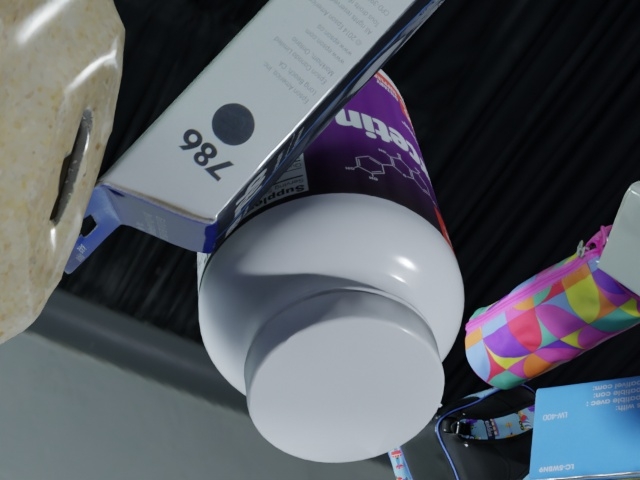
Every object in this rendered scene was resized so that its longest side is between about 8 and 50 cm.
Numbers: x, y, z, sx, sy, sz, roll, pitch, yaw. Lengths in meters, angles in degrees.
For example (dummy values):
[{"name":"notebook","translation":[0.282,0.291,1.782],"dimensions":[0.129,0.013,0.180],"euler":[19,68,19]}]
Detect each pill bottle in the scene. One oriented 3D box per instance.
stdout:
[{"name":"pill bottle","translation":[0.000,0.000,0.832],"dimensions":[0.181,0.181,0.323],"euler":[19,32,-21]}]

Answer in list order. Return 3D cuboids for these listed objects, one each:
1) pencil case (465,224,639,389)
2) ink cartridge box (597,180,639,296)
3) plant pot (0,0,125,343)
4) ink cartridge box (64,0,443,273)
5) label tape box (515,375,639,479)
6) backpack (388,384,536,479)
[{"name":"pencil case","translation":[0.245,0.068,1.166],"dimensions":[0.104,0.236,0.104],"euler":[19,51,-25]},{"name":"ink cartridge box","translation":[0.384,0.029,1.014],"dimensions":[0.160,0.093,0.219],"euler":[-14,41,-41]},{"name":"plant pot","translation":[-0.242,-0.074,0.353],"dimensions":[0.305,0.334,0.334],"euler":[15,33,13]},{"name":"ink cartridge box","translation":[-0.018,-0.090,0.652],"dimensions":[0.065,0.333,0.165],"euler":[43,-8,0]},{"name":"label tape box","translation":[0.345,0.184,1.102],"dimensions":[0.333,0.240,0.106],"euler":[23,60,-55]},{"name":"backpack","translation":[0.178,0.239,1.240],"dimensions":[0.173,0.117,0.158],"euler":[-19,87,-41]}]
